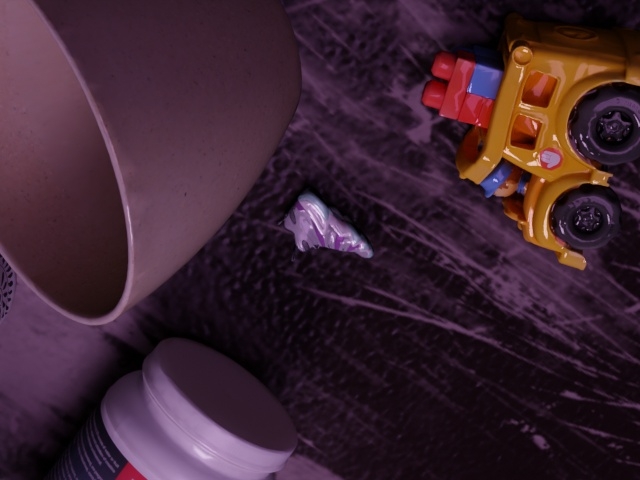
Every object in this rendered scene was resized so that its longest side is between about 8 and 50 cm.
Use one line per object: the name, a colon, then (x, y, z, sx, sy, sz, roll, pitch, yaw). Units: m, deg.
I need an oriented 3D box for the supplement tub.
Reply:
supplement tub: (-0.168, 0.251, 1.426, 0.191, 0.191, 0.272, 30, 106, -24)

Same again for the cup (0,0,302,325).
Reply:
cup: (-0.158, -0.129, 1.204, 0.237, 0.331, 0.331, -29, 123, -31)

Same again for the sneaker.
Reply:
sneaker: (0.000, 0.000, 1.433, 0.098, 0.038, 0.069, 41, 102, -17)

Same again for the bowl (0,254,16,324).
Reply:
bowl: (-0.368, 0.056, 1.346, 0.170, 0.080, 0.170, -6, 116, -12)

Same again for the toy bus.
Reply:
toy bus: (0.195, -0.104, 1.376, 0.211, 0.149, 0.220, 11, 116, -4)
